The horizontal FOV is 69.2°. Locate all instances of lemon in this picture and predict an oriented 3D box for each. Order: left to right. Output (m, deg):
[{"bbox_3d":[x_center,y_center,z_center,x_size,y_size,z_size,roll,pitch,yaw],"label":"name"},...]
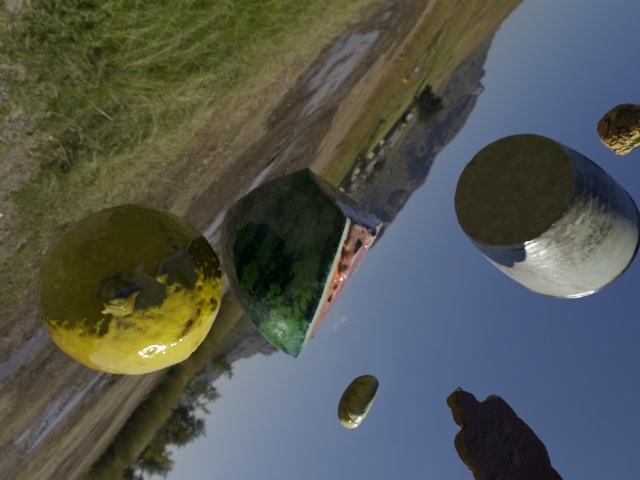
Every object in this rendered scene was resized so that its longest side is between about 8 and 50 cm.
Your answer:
[{"bbox_3d":[-0.271,0.071,0.688,0.260,0.261,0.284,-52,167,4],"label":"lemon"}]

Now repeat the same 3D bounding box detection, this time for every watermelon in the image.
[{"bbox_3d":[-0.039,-0.014,0.795,0.283,0.251,0.292,-56,178,35],"label":"watermelon"}]

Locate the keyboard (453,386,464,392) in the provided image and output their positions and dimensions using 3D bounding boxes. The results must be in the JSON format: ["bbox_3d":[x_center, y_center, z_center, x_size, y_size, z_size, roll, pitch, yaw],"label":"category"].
[{"bbox_3d":[0.614,0.670,1.872,0.014,0.176,0.055,-26,152,-42],"label":"keyboard"}]

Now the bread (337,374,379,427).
[{"bbox_3d":[0.131,0.569,1.665,0.213,0.105,0.213,-55,167,-19],"label":"bread"}]

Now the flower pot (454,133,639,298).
[{"bbox_3d":[0.435,-0.047,0.925,0.330,0.293,0.293,16,120,-45],"label":"flower pot"}]

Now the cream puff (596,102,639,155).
[{"bbox_3d":[0.752,-0.281,1.145,0.133,0.119,0.104,-48,151,-11],"label":"cream puff"}]

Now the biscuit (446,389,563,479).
[{"bbox_3d":[0.347,0.410,0.878,0.209,0.290,0.041,-21,154,-48],"label":"biscuit"}]
